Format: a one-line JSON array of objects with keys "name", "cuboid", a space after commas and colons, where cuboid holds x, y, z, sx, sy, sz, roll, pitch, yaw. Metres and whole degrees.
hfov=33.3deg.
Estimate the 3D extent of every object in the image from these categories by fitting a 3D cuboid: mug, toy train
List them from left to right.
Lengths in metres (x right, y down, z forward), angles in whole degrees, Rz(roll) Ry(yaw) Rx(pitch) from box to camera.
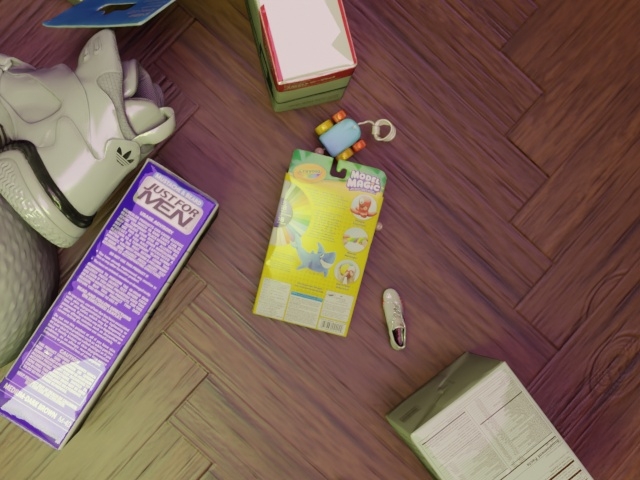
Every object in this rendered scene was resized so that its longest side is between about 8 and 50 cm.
[{"name": "mug", "cuboid": [-0.484, -0.004, 1.213, 0.276, 0.328, 0.374, -34, 91, -6]}, {"name": "toy train", "cuboid": [0.034, -0.086, 1.414, 0.125, 0.046, 0.166, 16, 89, -6]}]

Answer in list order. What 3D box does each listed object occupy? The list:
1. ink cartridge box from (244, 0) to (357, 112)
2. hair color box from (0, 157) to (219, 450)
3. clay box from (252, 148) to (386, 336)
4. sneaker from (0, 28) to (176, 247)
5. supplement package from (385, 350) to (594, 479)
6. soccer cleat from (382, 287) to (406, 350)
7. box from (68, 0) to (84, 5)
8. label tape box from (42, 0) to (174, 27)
[{"name": "ink cartridge box", "cuboid": [-0.030, -0.263, 1.317, 0.100, 0.237, 0.172, -14, 89, -4]}, {"name": "hair color box", "cuboid": [-0.255, 0.075, 1.305, 0.110, 0.185, 0.339, 34, 84, -3]}, {"name": "clay box", "cuboid": [0.000, 0.000, 1.368, 0.127, 0.053, 0.222, 15, 102, -1]}, {"name": "sneaker", "cuboid": [-0.315, -0.167, 1.270, 0.210, 0.137, 0.366, -40, 54, -2]}, {"name": "supplement package", "cuboid": [0.210, 0.267, 1.341, 0.149, 0.194, 0.203, -37, 91, -5]}, {"name": "soccer cleat", "cuboid": [0.100, 0.104, 1.415, 0.029, 0.035, 0.083, -7, 89, -6]}, {"name": "box", "cuboid": [-0.419, -0.414, 1.369, 0.324, 0.067, 0.063, 34, 85, -3]}, {"name": "label tape box", "cuboid": [-0.174, -0.392, 1.252, 0.347, 0.249, 0.115, -45, 122, -23]}]
